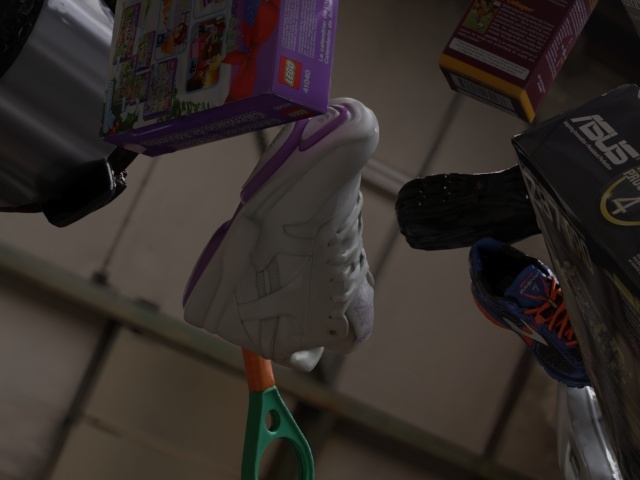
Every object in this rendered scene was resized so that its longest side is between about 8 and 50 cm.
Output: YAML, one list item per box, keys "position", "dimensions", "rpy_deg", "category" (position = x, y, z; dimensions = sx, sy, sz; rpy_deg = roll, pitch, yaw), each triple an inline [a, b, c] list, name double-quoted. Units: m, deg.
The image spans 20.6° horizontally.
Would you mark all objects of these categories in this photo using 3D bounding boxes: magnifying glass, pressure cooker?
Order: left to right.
- position: [-0.378, -0.232, 2.038]
  dimensions: [0.375, 0.420, 0.370]
  rpy_deg: [13, -102, 27]
  category: "pressure cooker"
- position: [-0.053, 0.171, 1.754]
  dimensions: [0.026, 0.092, 0.231]
  rpy_deg: [-5, -80, 40]
  category: "magnifying glass"

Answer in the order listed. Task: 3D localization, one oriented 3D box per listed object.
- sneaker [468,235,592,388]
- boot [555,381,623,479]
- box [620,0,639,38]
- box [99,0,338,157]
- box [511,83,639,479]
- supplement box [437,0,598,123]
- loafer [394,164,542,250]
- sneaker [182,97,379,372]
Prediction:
- position: [0.214, 0.068, 1.695]
  dimensions: [0.083, 0.087, 0.221]
  rpy_deg: [-47, -132, -12]
  category: "sneaker"
- position: [0.312, 0.213, 1.775]
  dimensions: [0.258, 0.123, 0.095]
  rpy_deg: [-95, -174, -61]
  category: "boot"
- position: [0.370, -0.089, 1.176]
  dimensions: [0.183, 0.294, 0.296]
  rpy_deg: [-31, -163, -2]
  category: "box"
- position: [-0.067, -0.220, 1.294]
  dimensions: [0.201, 0.057, 0.293]
  rpy_deg: [-10, -110, 47]
  category: "box"
- position: [0.248, 0.129, 0.977]
  dimensions: [0.097, 0.318, 0.395]
  rpy_deg: [-26, -150, -2]
  category: "box"
- position: [0.219, -0.235, 1.877]
  dimensions: [0.104, 0.081, 0.188]
  rpy_deg: [27, -99, 21]
  category: "supplement box"
- position: [0.187, -0.029, 1.770]
  dimensions: [0.223, 0.078, 0.076]
  rpy_deg: [-5, -140, 16]
  category: "loafer"
- position: [0.000, 0.000, 1.383]
  dimensions: [0.114, 0.152, 0.305]
  rpy_deg: [-57, 180, -37]
  category: "sneaker"
